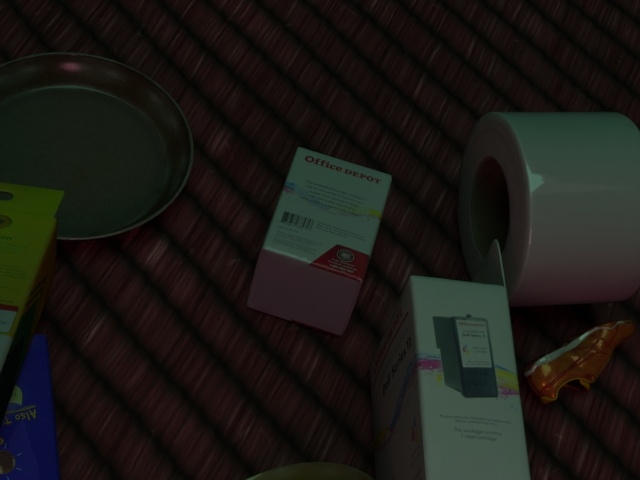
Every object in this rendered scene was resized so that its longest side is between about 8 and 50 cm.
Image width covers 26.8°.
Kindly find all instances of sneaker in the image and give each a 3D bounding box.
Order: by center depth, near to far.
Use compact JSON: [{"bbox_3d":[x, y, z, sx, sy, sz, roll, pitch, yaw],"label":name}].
[{"bbox_3d":[0.328,0.150,1.673,0.175,0.064,0.067,-27,83,-24],"label":"sneaker"}]

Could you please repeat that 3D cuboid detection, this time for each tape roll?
[{"bbox_3d":[0.290,-0.040,1.681,0.169,0.246,0.246,-2,54,-15],"label":"tape roll"}]

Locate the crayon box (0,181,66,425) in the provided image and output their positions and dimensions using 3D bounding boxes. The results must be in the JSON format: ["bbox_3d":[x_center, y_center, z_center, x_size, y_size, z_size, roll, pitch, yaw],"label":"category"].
[{"bbox_3d":[-0.397,0.055,1.412,0.202,0.081,0.318,9,40,0],"label":"crayon box"}]

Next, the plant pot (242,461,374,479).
[{"bbox_3d":[-0.040,0.317,1.397,0.236,0.032,0.236,-14,25,7],"label":"plant pot"}]

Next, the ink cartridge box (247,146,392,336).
[{"bbox_3d":[0.000,0.000,1.654,0.128,0.127,0.176,18,52,1],"label":"ink cartridge box"}]

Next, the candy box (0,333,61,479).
[{"bbox_3d":[-0.401,0.262,1.363,0.268,0.122,0.317,-2,52,-15],"label":"candy box"}]

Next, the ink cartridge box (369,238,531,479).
[{"bbox_3d":[0.134,0.183,1.496,0.119,0.207,0.353,7,51,-10],"label":"ink cartridge box"}]

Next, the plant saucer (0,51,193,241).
[{"bbox_3d":[-0.319,-0.113,1.716,0.311,0.050,0.310,7,51,-8],"label":"plant saucer"}]
